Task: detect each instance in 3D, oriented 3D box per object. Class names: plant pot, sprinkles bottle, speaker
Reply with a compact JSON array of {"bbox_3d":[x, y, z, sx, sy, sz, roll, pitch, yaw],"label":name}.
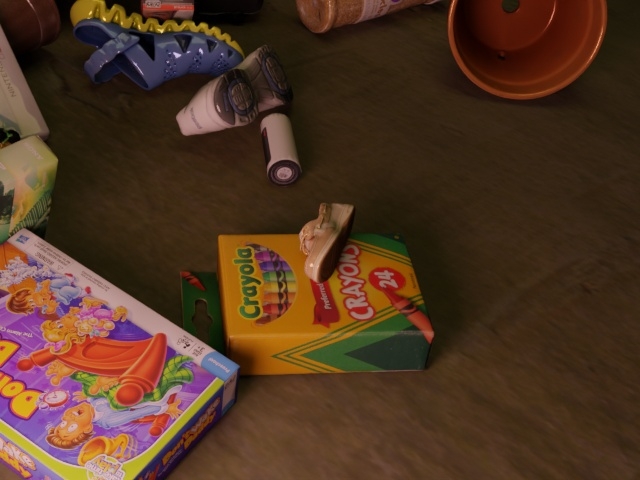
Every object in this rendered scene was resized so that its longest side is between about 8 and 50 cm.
[{"bbox_3d":[-0.571,-0.372,1.703,0.167,0.167,0.165,23,50,16],"label":"plant pot"},{"bbox_3d":[0.381,-0.437,1.876,0.291,0.290,0.203,7,24,-2],"label":"plant pot"},{"bbox_3d":[0.119,-0.524,2.029,0.355,0.121,0.121,-23,49,-32],"label":"sprinkles bottle"},{"bbox_3d":[-0.066,-0.150,1.602,0.055,0.055,0.136,0,41,-10],"label":"speaker"}]

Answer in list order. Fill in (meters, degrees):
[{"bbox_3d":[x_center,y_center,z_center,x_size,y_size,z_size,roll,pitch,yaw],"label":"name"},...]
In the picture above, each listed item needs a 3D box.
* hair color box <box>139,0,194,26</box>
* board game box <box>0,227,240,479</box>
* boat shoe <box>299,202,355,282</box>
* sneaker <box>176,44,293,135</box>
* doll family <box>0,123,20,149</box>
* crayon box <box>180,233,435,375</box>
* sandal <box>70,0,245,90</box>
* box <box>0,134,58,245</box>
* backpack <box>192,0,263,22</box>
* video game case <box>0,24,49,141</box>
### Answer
[{"bbox_3d":[-0.285,-0.420,1.803,0.093,0.167,0.053,-1,82,-12],"label":"hair color box"},{"bbox_3d":[-0.303,0.154,1.147,0.347,0.078,0.233,30,49,17],"label":"board game box"},{"bbox_3d":[0.000,0.000,1.310,0.059,0.063,0.170,14,30,10],"label":"boat shoe"},{"bbox_3d":[-0.144,-0.254,1.666,0.129,0.111,0.297,-17,11,29],"label":"sneaker"},{"bbox_3d":[-0.480,-0.114,1.457,0.111,0.076,0.193,-23,76,-29],"label":"doll family"},{"bbox_3d":[-0.026,0.083,1.314,0.319,0.081,0.202,-1,41,-11],"label":"crayon box"},{"bbox_3d":[-0.293,-0.324,1.737,0.317,0.126,0.138,9,70,-7],"label":"sandal"},{"bbox_3d":[-0.473,0.020,1.186,0.058,0.232,0.322,43,49,14],"label":"box"},{"bbox_3d":[-0.237,-0.574,1.981,0.225,0.191,0.253,-6,36,-19],"label":"backpack"},{"bbox_3d":[-0.632,-0.247,1.514,0.329,0.036,0.300,-21,79,-30],"label":"video game case"}]
